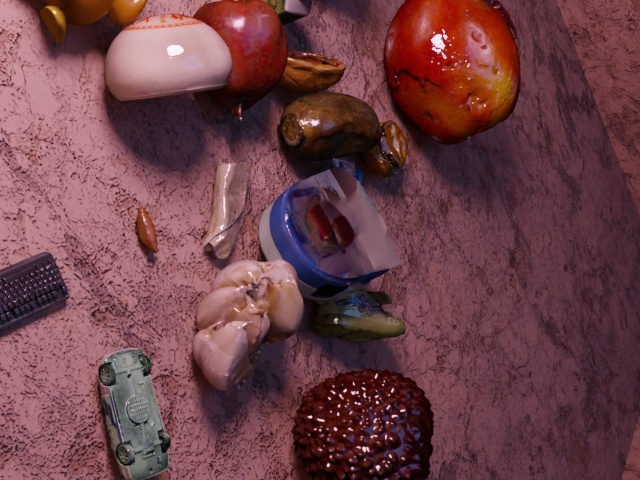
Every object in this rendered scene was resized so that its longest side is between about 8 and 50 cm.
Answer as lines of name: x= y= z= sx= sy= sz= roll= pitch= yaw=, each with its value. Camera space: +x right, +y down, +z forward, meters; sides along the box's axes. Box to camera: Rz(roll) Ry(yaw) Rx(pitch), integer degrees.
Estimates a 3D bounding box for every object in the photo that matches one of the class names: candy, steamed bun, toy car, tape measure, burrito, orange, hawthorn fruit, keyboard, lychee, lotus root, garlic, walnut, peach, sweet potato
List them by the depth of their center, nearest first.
keyboard: x=-0.502 y=0.096 z=1.267 sx=0.230 sy=0.025 sz=0.093 roll=-31 pitch=103 yaw=-48
toy car: x=-0.328 y=0.298 z=1.389 sx=0.090 sy=0.076 sz=0.224 roll=-8 pitch=80 yaw=-49
steamed bun: x=-0.277 y=-0.334 z=1.455 sx=0.232 sy=0.232 sz=0.145 roll=-21 pitch=108 yaw=-50
sweet potato: x=-0.324 y=-0.019 z=1.496 sx=0.034 sy=0.034 sz=0.095 roll=-11 pitch=80 yaw=-50
garlic: x=-0.148 y=0.135 z=1.553 sx=0.281 sy=0.185 sz=0.203 roll=-38 pitch=156 yaw=-29
hawthorn fruit: x=-0.167 y=-0.360 z=1.623 sx=0.208 sy=0.208 sz=0.248 roll=6 pitch=87 yaw=-49
burrito: x=-0.190 y=-0.072 z=1.641 sx=0.087 sy=0.060 sz=0.225 roll=34 pitch=57 yaw=-47
lychee: x=0.099 y=0.417 z=1.713 sx=0.331 sy=0.306 sz=0.305 roll=20 pitch=65 yaw=-16
tape measure: x=0.001 y=0.000 z=1.737 sx=0.262 sy=0.138 sz=0.259 roll=-21 pitch=77 yaw=-39
walnut: x=-0.049 y=-0.380 z=1.828 sx=0.211 sy=0.167 sz=0.087 roll=-2 pitch=118 yaw=-40
lotus root: x=0.022 y=-0.264 z=1.851 sx=0.275 sy=0.160 sz=0.151 roll=-12 pitch=81 yaw=-49
candy: x=0.063 y=-0.145 z=1.882 sx=0.136 sy=0.038 sz=0.088 roll=-2 pitch=85 yaw=-66
orange: x=0.156 y=-0.233 z=2.046 sx=0.169 sy=0.112 sz=0.160 roll=74 pitch=22 yaw=-45
peach: x=0.349 y=-0.471 z=2.148 sx=0.353 sy=0.339 sz=0.416 roll=-25 pitch=97 yaw=-50

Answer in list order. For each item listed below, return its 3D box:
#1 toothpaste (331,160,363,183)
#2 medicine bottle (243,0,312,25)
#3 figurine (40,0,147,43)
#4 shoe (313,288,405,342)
toothpaste: x=0.038 y=-0.064 z=1.915 sx=0.065 sy=0.050 sz=0.266 roll=39 pitch=55 yaw=-37
medicine bottle: x=-0.080 y=-0.550 z=1.771 sx=0.088 sy=0.189 sz=0.131 roll=-8 pitch=88 yaw=-50
figurine: x=-0.385 y=-0.464 z=1.384 sx=0.228 sy=0.215 sz=0.215 roll=-43 pitch=114 yaw=-46
shoe: x=0.097 y=0.176 z=1.863 sx=0.262 sy=0.140 sz=0.128 roll=10 pitch=85 yaw=-42
